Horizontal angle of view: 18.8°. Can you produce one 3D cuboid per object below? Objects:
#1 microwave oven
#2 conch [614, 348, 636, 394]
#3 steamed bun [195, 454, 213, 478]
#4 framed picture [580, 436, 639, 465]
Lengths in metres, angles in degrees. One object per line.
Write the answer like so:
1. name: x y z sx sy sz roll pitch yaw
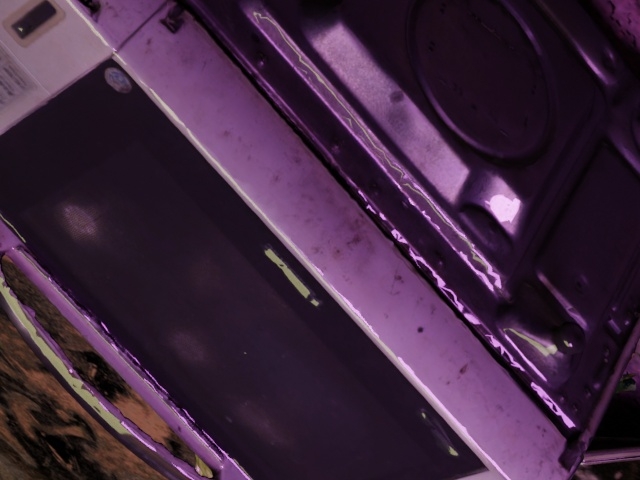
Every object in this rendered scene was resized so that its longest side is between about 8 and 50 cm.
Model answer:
1. microwave oven: -0.001 -0.062 1.088 0.394 0.333 0.247 48 136 -13
2. conch: 0.172 0.089 1.424 0.079 0.106 0.170 17 148 -33
3. steamed bun: 0.015 0.225 1.735 0.232 0.166 0.273 19 144 55
4. framed picture: 0.187 0.160 1.483 0.183 0.142 0.011 -6 85 53
